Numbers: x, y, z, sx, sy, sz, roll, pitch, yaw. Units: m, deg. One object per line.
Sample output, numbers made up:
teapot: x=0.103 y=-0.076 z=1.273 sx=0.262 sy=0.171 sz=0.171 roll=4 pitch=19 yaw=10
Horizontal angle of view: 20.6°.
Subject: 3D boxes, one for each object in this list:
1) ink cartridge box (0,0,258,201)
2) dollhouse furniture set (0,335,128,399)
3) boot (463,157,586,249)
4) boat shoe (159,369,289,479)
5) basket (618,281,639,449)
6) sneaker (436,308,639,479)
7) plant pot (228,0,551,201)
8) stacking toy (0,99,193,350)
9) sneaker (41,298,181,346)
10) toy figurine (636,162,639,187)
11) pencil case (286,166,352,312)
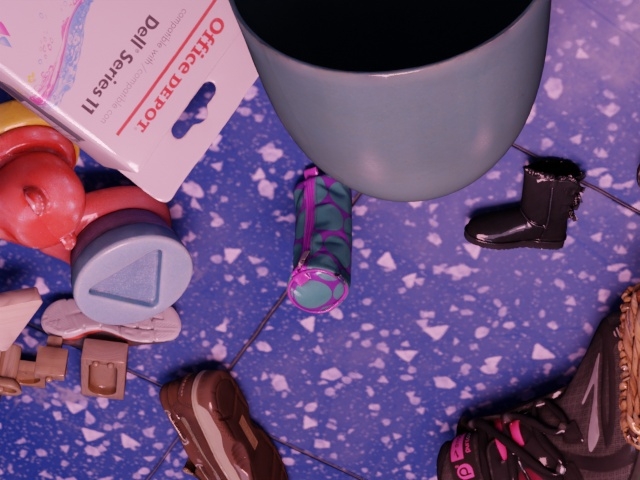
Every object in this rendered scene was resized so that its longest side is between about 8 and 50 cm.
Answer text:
ink cartridge box: x=-0.209 y=-0.206 z=1.671 sx=0.353 sy=0.119 sz=0.207 roll=38 pitch=81 yaw=-22
dollhouse furniture set: x=-0.302 y=0.190 z=1.992 sx=0.151 sy=0.123 sz=0.144 roll=7 pitch=153 yaw=-4
boot: x=0.218 y=-0.039 z=1.869 sx=0.121 sy=0.045 sz=0.099 roll=3 pitch=129 yaw=-7
boat shoe: x=-0.114 y=0.257 z=2.088 sx=0.095 sy=0.095 sz=0.257 roll=-7 pitch=120 yaw=26
basket: x=0.481 y=0.146 z=1.795 sx=0.299 sy=0.213 sz=0.223 roll=11 pitch=164 yaw=-26
sneaker: x=0.244 y=0.264 z=2.004 sx=0.202 sy=0.185 sz=0.483 roll=19 pitch=124 yaw=-15
plant pot: x=0.075 y=-0.178 z=1.642 sx=0.293 sy=0.293 sz=0.235 roll=-4 pitch=141 yaw=7
stacking toy: x=-0.295 y=0.031 z=1.819 sx=0.279 sy=0.130 sz=0.309 roll=-37 pitch=140 yaw=12
sneaker: x=-0.234 y=0.097 z=2.002 sx=0.158 sy=0.061 sz=0.065 roll=4 pitch=151 yaw=4
toy figurine: x=0.430 y=-0.094 z=1.761 sx=0.209 sy=0.148 sz=0.213 roll=0 pitch=124 yaw=-3
pencil case: x=0.000 y=0.000 z=1.845 sx=0.064 sy=0.152 sz=0.070 roll=-20 pitch=132 yaw=22
